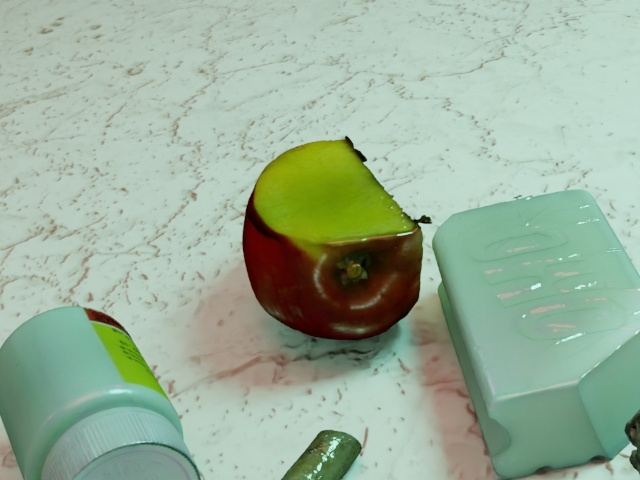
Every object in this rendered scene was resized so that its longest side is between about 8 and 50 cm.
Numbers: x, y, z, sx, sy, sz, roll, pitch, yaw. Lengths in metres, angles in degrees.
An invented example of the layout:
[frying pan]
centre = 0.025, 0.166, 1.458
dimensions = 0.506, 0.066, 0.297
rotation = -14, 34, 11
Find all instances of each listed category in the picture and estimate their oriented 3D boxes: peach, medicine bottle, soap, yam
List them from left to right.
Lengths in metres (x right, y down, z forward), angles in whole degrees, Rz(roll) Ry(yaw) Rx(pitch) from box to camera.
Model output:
[medicine bottle]
centre = -0.198, 0.163, 1.026
dimensions = 0.139, 0.139, 0.225
rotation = -22, 33, -16
[peach]
centre = -0.005, 0.002, 1.196
dimensions = 0.154, 0.159, 0.267
rotation = -9, 32, -16
[yam]
centre = -0.002, 0.195, 1.003
dimensions = 0.043, 0.043, 0.094
rotation = 10, 39, 31
[soap]
centre = 0.207, 0.072, 1.079
dimensions = 0.173, 0.095, 0.289
rotation = -12, 32, 1

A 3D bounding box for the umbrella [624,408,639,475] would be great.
[umbrella]
centre = 0.400, 0.110, 0.955
dimensions = 0.357, 0.113, 0.106
rotation = -19, 47, -22
